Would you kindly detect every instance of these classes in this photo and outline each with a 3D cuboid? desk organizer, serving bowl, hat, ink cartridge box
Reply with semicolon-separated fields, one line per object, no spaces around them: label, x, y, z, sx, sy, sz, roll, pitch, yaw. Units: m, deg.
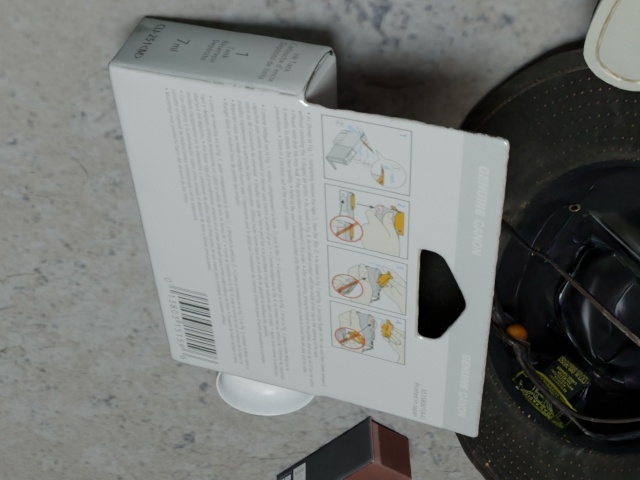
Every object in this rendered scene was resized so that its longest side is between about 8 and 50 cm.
desk organizer;0.020;0.217;0.966;0.050;0.047;0.130;31;128;-30
serving bowl;-0.044;0.109;0.871;0.083;0.027;0.083;0;136;0
hat;0.216;0.036;0.699;0.134;0.331;0.331;-13;151;-46
ink cartridge box;0.000;0.000;0.689;0.239;0.060;0.275;12;136;15

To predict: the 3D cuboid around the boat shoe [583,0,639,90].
boat shoe;0.225;-0.187;0.539;0.095;0.079;0.254;20;129;-15
